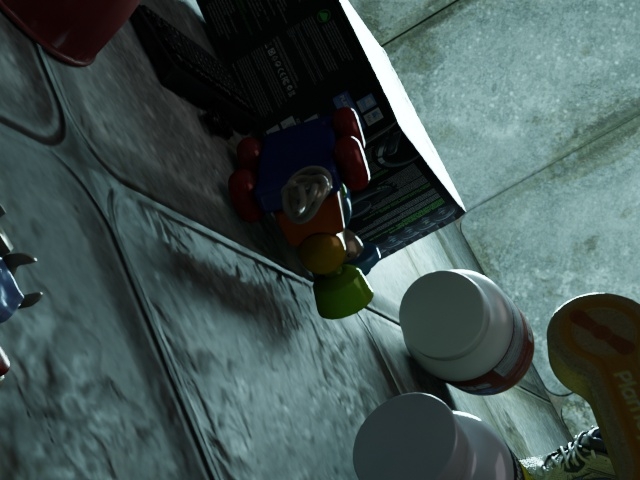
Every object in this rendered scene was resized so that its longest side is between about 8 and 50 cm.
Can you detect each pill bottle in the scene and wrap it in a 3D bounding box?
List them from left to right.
[{"bbox_3d":[0.097,0.182,0.741,0.184,0.103,0.103,51,15,-42],"label":"pill bottle"},{"bbox_3d":[0.160,0.100,1.183,0.121,0.121,0.216,65,13,23],"label":"pill bottle"}]

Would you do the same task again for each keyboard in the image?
[{"bbox_3d":[-0.096,-0.132,0.896,0.108,0.023,0.180,63,12,15],"label":"keyboard"}]

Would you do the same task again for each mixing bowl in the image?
[{"bbox_3d":[-0.153,-0.208,0.643,0.181,0.098,0.181,55,13,-19],"label":"mixing bowl"}]

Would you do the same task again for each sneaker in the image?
[{"bbox_3d":[0.204,0.167,0.818,0.052,0.135,0.058,-69,145,-56],"label":"sneaker"}]

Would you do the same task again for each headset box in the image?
[{"bbox_3d":[0.022,-0.132,1.135,0.246,0.131,0.283,66,12,25],"label":"headset box"}]

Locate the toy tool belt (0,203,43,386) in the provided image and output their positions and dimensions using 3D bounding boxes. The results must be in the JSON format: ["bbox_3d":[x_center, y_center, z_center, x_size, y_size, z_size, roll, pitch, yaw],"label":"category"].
[{"bbox_3d":[-0.119,0.011,0.353,0.083,0.051,0.052,56,12,-20],"label":"toy tool belt"}]

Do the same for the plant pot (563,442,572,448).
[{"bbox_3d":[0.251,0.310,0.824,0.263,0.263,0.229,59,28,-4],"label":"plant pot"}]

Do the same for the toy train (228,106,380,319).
[{"bbox_3d":[0.000,0.000,0.823,0.248,0.105,0.143,-91,162,-68],"label":"toy train"}]

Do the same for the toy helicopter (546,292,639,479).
[{"bbox_3d":[0.248,0.165,0.697,0.355,0.235,0.140,-103,178,-45],"label":"toy helicopter"}]
